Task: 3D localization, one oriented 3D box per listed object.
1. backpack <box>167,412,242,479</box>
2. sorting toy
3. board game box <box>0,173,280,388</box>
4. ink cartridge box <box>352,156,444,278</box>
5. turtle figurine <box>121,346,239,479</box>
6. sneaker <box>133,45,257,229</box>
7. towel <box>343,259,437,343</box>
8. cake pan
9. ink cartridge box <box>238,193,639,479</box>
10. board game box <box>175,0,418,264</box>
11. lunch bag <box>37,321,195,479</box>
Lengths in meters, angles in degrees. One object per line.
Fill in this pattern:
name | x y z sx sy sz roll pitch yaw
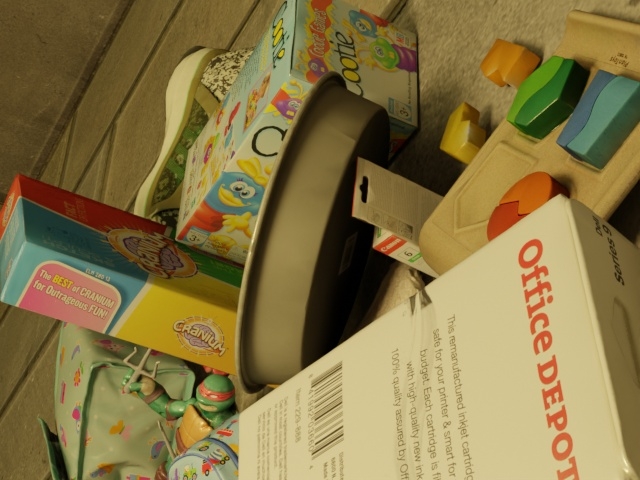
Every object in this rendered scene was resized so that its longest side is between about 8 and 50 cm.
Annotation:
backpack | -0.075 0.242 1.081 0.158 0.117 0.173 -37 72 57
sorting toy | 0.146 -0.071 0.948 0.229 0.041 0.307 -57 20 6
board game box | -0.169 0.043 1.305 0.064 0.317 0.242 -66 21 11
ink cartridge box | 0.068 -0.017 1.038 0.029 0.115 0.062 -37 37 46
turtle figurine | -0.136 0.215 1.313 0.175 0.118 0.234 51 136 51
sneaker | -0.111 -0.093 1.564 0.182 0.158 0.410 -23 53 41
towel | 0.056 0.154 1.013 0.187 0.049 0.282 -60 23 27
cake pan | 0.000 0.000 1.115 0.293 0.054 0.293 15 -90 -79
ink cartridge box | 0.086 0.143 0.750 0.289 0.121 0.211 -37 36 32
board game box | -0.028 -0.106 1.330 0.275 0.142 0.144 -50 27 44
lunch bag | -0.269 0.245 1.615 0.223 0.160 0.262 -139 59 -65
